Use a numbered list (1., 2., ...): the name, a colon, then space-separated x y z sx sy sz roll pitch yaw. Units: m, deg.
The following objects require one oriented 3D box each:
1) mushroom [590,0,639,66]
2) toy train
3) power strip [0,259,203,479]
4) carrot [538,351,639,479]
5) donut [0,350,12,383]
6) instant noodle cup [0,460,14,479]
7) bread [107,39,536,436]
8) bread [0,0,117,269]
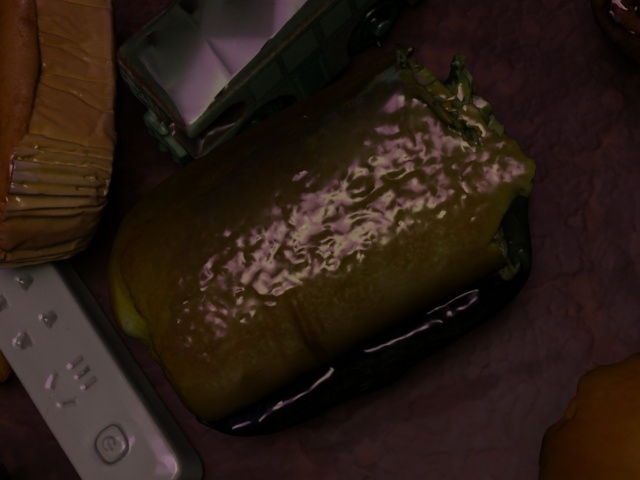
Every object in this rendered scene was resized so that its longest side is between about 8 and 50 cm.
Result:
1. mushroom: 0.360 -0.228 0.959 0.263 0.195 0.283 22 63 25
2. toy train: -0.038 -0.206 1.059 0.326 0.159 0.129 -42 72 -4
3. power strip: -0.235 0.105 1.058 0.091 0.062 0.385 -39 69 2
4. carrot: 0.285 0.242 0.804 0.241 0.341 0.241 -12 28 6
5. donut: -0.328 0.100 1.080 0.038 0.067 0.083 -34 105 19
6. instant noodle cup: -0.313 0.279 0.943 0.181 0.258 0.302 -37 103 -16
7. bread: 0.000 0.000 0.973 0.376 0.208 0.251 -29 66 6
8. bread: -0.258 -0.118 1.059 0.119 0.152 0.288 6 55 -21
